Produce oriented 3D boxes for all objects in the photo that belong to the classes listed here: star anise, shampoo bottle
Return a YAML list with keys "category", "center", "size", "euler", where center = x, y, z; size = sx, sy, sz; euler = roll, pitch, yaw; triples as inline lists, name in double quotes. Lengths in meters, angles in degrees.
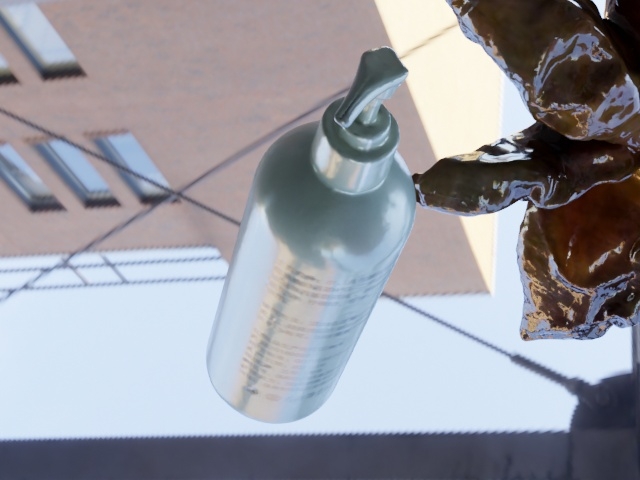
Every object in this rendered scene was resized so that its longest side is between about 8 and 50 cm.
- category: "star anise"
  center: [0.129, -0.053, 0.466]
  size: [0.196, 0.212, 0.111]
  euler: [-40, -134, -21]
- category: "shampoo bottle"
  center: [0.000, 0.000, 0.413]
  size: [0.056, 0.195, 0.056]
  euler: [7, -123, -11]
